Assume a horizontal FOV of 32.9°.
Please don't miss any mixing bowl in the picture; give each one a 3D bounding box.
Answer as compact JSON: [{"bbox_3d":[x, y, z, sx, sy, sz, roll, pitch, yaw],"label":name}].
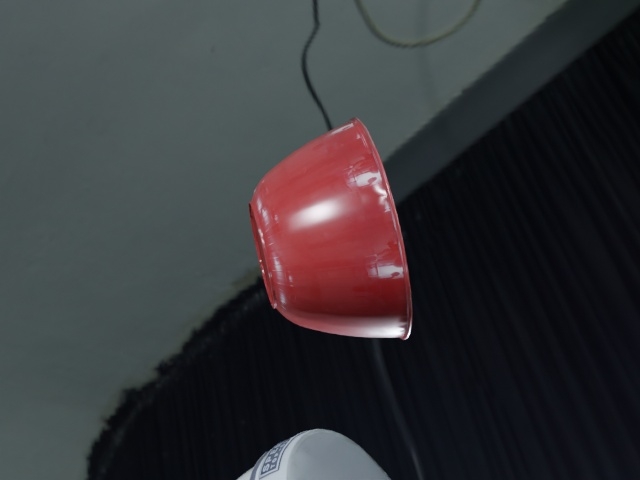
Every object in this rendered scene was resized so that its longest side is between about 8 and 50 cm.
[{"bbox_3d":[0.000,0.000,0.856,0.098,0.181,0.181,-12,141,-7],"label":"mixing bowl"}]

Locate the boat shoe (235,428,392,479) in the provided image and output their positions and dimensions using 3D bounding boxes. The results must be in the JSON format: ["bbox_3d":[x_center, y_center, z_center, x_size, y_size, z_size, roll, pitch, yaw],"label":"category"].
[{"bbox_3d":[0.041,0.216,0.496,0.088,0.267,0.096,-39,179,33],"label":"boat shoe"}]
